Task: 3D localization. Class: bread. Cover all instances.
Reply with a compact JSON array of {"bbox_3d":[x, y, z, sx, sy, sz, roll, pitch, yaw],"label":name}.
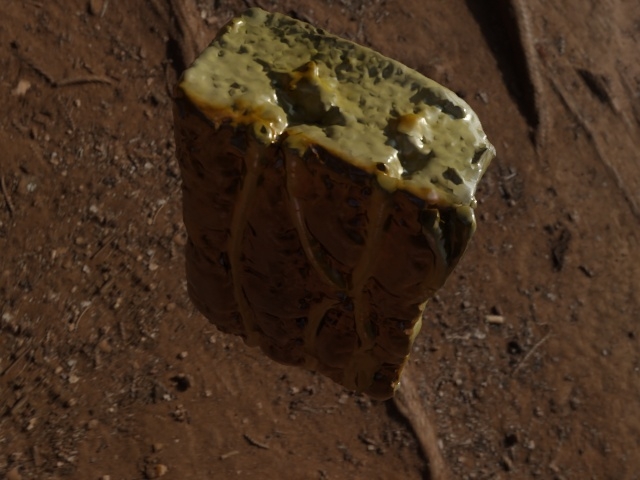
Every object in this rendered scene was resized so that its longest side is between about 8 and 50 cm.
[{"bbox_3d":[0.000,0.000,0.505,0.185,0.274,0.114,25,60,9],"label":"bread"}]
